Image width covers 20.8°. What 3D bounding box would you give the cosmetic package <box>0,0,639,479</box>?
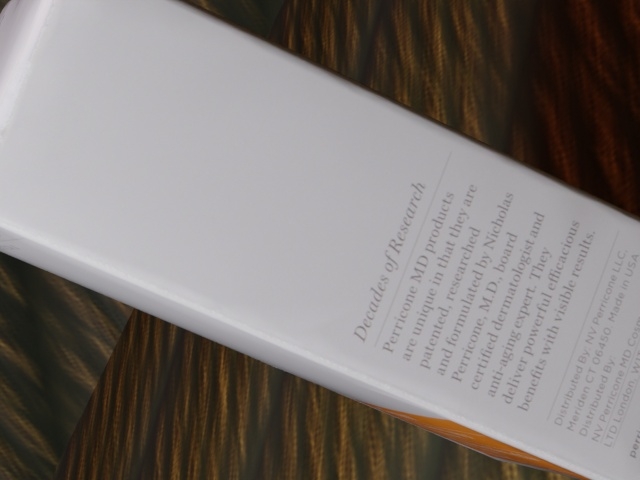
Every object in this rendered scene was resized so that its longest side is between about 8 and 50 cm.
[{"bbox_3d":[0.000,0.000,1.083,0.161,0.453,0.230,-68,17,-7],"label":"cosmetic package"}]
